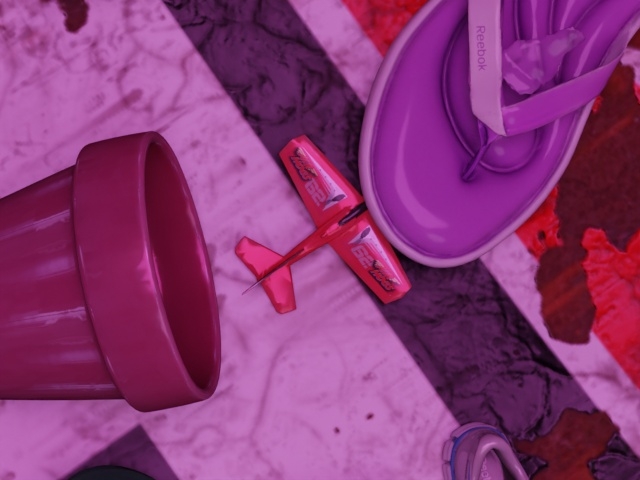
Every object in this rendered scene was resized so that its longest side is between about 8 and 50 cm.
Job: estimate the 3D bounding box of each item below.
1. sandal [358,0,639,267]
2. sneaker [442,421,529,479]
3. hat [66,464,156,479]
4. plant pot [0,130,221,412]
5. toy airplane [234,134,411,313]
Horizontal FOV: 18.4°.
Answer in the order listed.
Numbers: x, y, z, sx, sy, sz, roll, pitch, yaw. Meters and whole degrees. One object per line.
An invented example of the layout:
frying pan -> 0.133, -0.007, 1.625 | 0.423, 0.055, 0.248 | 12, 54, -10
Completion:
sandal -> 0.171, -0.169, 1.525 | 0.169, 0.102, 0.416 | 36, 78, -2
sneaker -> 0.143, 0.233, 1.501 | 0.071, 0.083, 0.191 | -19, 88, -10
hat -> -0.212, 0.268, 1.484 | 0.208, 0.183, 0.173 | 30, 53, -39
plant pot -> -0.184, 0.036, 1.435 | 0.180, 0.201, 0.201 | -13, 86, 8
toy airplane -> 0.000, 0.000, 1.532 | 0.151, 0.028, 0.151 | 0, 89, -9
